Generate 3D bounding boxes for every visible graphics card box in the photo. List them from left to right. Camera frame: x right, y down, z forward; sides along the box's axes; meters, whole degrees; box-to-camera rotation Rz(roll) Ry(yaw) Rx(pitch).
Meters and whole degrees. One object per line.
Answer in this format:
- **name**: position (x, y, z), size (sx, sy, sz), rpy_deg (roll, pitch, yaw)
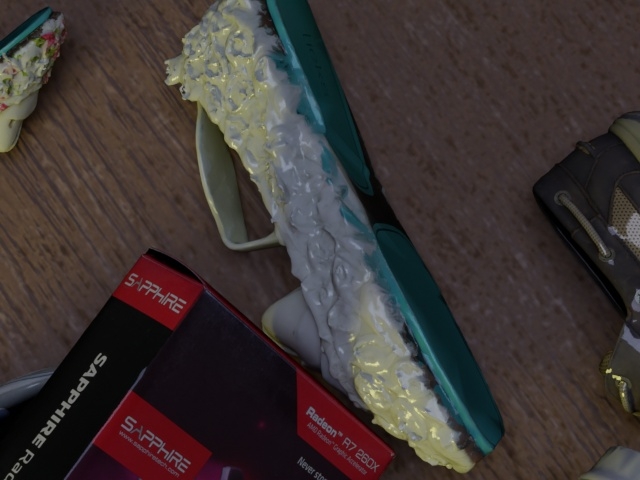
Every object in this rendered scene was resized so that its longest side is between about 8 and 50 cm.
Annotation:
- **graphics card box**: position (-0.136, 0.221, 1.138), size (0.371, 0.233, 0.094), rpy_deg (-52, 39, -10)

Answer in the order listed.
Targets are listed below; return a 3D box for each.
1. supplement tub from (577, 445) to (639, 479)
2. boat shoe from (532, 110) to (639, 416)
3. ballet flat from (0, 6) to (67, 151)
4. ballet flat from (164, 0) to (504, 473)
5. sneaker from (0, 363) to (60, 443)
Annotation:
- **supplement tub**: position (0.163, 0.324, 1.098), size (0.241, 0.241, 0.331), rpy_deg (40, 81, 10)
- **boat shoe**: position (0.265, 0.081, 1.225), size (0.130, 0.132, 0.355), rpy_deg (-26, 68, 5)
- **ballet flat**: position (-0.282, -0.085, 1.298), size (0.241, 0.091, 0.077), rpy_deg (-35, 109, -3)
- **ballet flat**: position (0.000, 0.000, 1.251), size (0.147, 0.147, 0.409), rpy_deg (-22, 73, -4)
- **sneaker**: position (-0.264, 0.161, 1.203), size (0.297, 0.129, 0.111), rpy_deg (-31, 79, -5)
